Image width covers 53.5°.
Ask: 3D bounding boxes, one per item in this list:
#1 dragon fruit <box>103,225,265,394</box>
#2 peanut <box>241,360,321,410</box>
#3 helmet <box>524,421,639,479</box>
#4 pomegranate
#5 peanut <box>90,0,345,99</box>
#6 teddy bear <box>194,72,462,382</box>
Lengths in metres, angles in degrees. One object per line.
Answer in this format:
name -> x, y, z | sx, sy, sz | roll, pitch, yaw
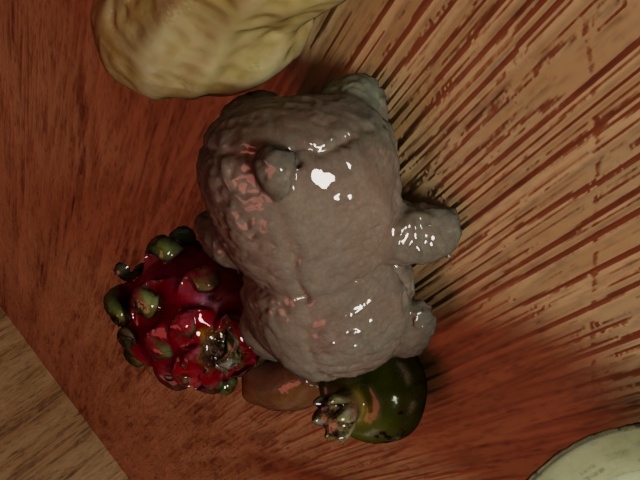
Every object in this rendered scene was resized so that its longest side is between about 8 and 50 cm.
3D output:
dragon fruit -> -0.154, 0.102, 0.786 | 0.272, 0.219, 0.198 | 114, 153, -56
peanut -> -0.050, 0.186, 0.827 | 0.152, 0.076, 0.076 | -12, 109, 48
helmet -> 0.255, 0.240, 0.459 | 0.204, 0.137, 0.257 | -22, 84, 18
pomegranate -> 0.042, 0.153, 0.632 | 0.115, 0.142, 0.114 | 7, 102, 35
peanut -> -0.059, -0.194, 0.457 | 0.313, 0.152, 0.152 | -20, 102, 49
teddy bear -> -0.001, 0.000, 0.540 | 0.236, 0.151, 0.267 | -4, 130, 21
